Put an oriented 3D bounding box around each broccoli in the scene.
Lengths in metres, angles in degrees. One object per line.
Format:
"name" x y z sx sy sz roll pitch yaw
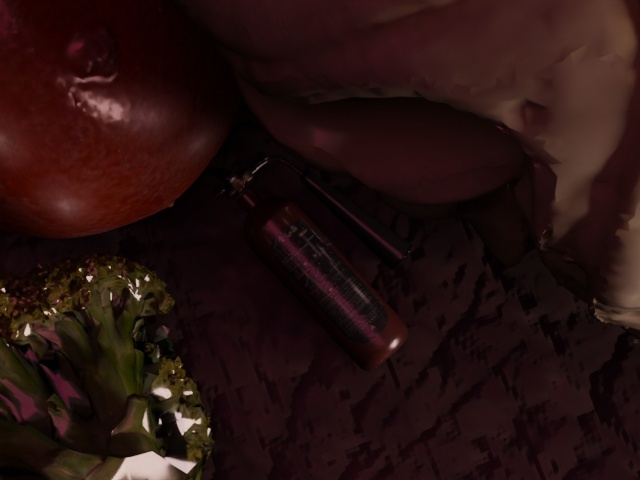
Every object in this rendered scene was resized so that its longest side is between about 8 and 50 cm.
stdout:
"broccoli" -0.095 0.072 0.567 0.131 0.120 0.130 -22 112 -34

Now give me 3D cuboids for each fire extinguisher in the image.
"fire extinguisher" 0.001 -0.001 0.615 0.046 0.032 0.100 -42 89 8

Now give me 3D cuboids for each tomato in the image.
"tomato" -0.103 -0.073 0.573 0.167 0.167 0.167 0 83 3

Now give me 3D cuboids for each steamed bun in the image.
"steamed bun" 0.082 -0.112 0.505 0.247 0.352 0.339 -34 48 30
